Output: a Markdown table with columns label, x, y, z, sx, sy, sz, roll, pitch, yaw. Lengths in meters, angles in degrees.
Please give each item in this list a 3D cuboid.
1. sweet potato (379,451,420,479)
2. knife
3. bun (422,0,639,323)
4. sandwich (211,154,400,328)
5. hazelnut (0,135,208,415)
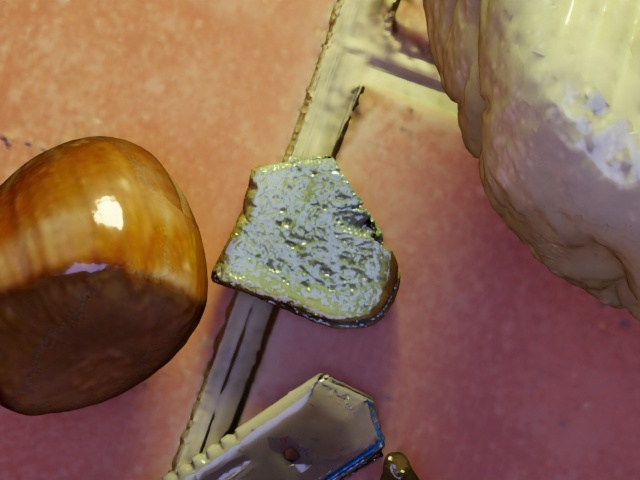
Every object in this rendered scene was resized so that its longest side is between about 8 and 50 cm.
| label | x | y | z | sx | sy | sz | roll | pitch | yaw |
| --- | --- | --- | --- | --- | --- | --- | --- | --- | --- |
| sweet potato | 0.044 | 0.241 | 1.114 | 0.069 | 0.059 | 0.249 | -11 | 93 | -8 |
| knife | -0.120 | 0.193 | 1.136 | 0.365 | 0.043 | 0.089 | -35 | 120 | 1 |
| bun | 0.208 | -0.112 | 1.014 | 0.352 | 0.227 | 0.349 | 28 | 69 | 10 |
| sandwich | 0.000 | 0.000 | 1.129 | 0.105 | 0.036 | 0.093 | 24 | 90 | 4 |
| hazelnut | -0.138 | 0.014 | 1.093 | 0.150 | 0.150 | 0.150 | 0 | 89 | 4 |
